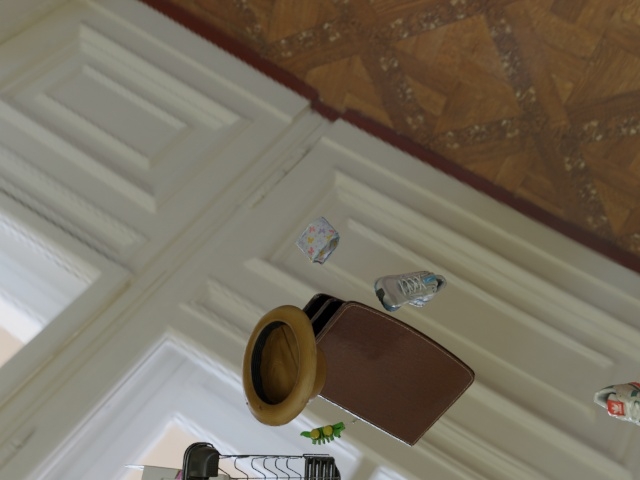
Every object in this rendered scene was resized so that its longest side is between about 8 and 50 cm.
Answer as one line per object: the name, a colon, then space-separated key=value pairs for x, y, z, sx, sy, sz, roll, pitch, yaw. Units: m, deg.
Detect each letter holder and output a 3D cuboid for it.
letter holder: x=0.113 y=0.211 z=1.555 sx=0.301 sy=0.152 sz=0.214 roll=31 pitch=112 yaw=-18

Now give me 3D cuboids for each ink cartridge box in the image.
ink cartridge box: x=-0.263 y=0.464 z=1.536 sx=0.198 sy=0.067 sz=0.115 roll=4 pitch=160 yaw=12

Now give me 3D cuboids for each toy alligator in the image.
toy alligator: x=0.034 y=0.566 z=2.407 sx=0.056 sy=0.189 sz=0.051 roll=50 pitch=-154 yaw=-77

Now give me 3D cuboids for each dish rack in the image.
dish rack: x=-0.091 y=0.438 z=1.328 sx=0.271 sy=0.208 sz=0.074 roll=10 pitch=168 yaw=-30

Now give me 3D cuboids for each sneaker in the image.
sneaker: x=0.443 y=0.240 z=1.140 sx=0.161 sy=0.075 sz=0.057 roll=-146 pitch=56 yaw=-75
sneaker: x=0.174 y=0.084 z=1.551 sx=0.083 sy=0.190 sz=0.071 roll=-32 pitch=74 yaw=34

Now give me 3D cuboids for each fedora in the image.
fedora: x=-0.047 y=0.200 z=1.300 sx=0.079 sy=0.194 sz=0.194 roll=20 pitch=159 yaw=-40

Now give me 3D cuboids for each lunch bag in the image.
lunch bag: x=0.000 y=0.000 z=1.790 sx=0.071 sy=0.053 sz=0.083 roll=47 pitch=109 yaw=30
